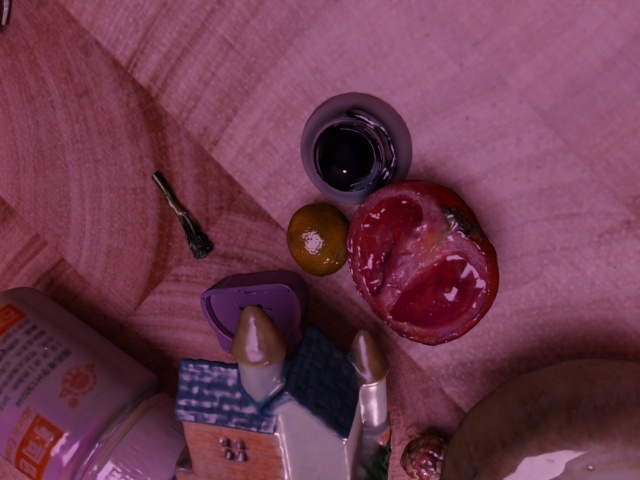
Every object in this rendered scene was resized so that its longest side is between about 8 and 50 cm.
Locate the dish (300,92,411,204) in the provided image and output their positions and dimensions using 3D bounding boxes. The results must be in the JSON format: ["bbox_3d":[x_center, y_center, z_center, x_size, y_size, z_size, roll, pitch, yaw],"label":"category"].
[{"bbox_3d":[0.032,-0.098,0.696,0.141,0.078,0.141,7,114,16],"label":"dish"}]

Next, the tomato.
[{"bbox_3d":[0.128,0.021,0.703,0.189,0.099,0.173,52,128,13],"label":"tomato"}]

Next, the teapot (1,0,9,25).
[{"bbox_3d":[-0.456,-0.323,0.793,0.067,0.057,0.083,12,118,-28],"label":"teapot"}]

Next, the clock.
[{"bbox_3d":[-0.087,0.102,0.839,0.153,0.050,0.109,-6,109,22],"label":"clock"}]

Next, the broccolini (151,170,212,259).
[{"bbox_3d":[-0.201,-0.034,0.832,0.030,0.035,0.139,-28,99,23],"label":"broccolini"}]

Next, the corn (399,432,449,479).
[{"bbox_3d":[0.220,0.359,0.823,0.237,0.079,0.079,38,119,1],"label":"corn"}]

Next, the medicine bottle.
[{"bbox_3d":[-0.371,0.259,0.900,0.388,0.219,0.219,34,119,8],"label":"medicine bottle"}]

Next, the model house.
[{"bbox_3d":[-0.047,0.183,0.743,0.267,0.194,0.324,4,125,15],"label":"model house"}]

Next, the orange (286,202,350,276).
[{"bbox_3d":[0.000,0.000,0.744,0.085,0.085,0.095,-4,105,21],"label":"orange"}]

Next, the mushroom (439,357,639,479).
[{"bbox_3d":[0.301,0.301,0.658,0.353,0.260,0.351,4,108,12],"label":"mushroom"}]
